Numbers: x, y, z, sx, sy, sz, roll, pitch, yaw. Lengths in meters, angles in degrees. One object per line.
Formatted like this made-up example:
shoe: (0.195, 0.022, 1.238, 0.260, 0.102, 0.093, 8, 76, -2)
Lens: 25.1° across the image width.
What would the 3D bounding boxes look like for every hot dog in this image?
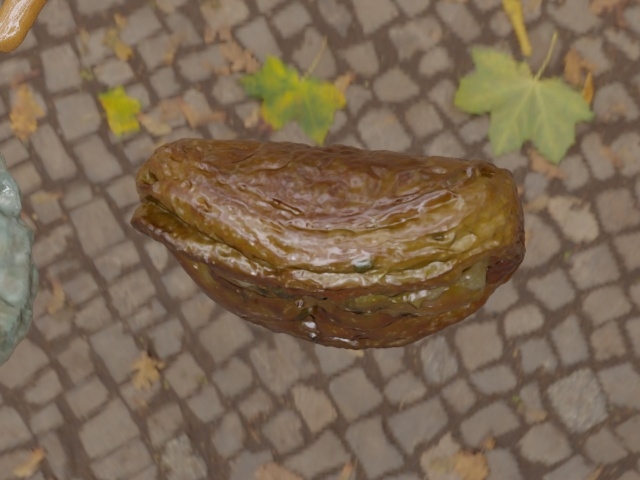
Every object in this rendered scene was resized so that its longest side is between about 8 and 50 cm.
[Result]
hot dog: (0.000, 0.000, 1.380, 0.387, 0.267, 0.174, 5, 70, 14)

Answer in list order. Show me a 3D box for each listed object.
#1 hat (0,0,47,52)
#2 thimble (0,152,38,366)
hat: (-0.076, -0.176, 0.609, 0.233, 0.244, 0.233, 41, 99, 21)
thimble: (-0.349, -0.005, 1.062, 0.195, 0.291, 0.291, -17, 68, 16)
